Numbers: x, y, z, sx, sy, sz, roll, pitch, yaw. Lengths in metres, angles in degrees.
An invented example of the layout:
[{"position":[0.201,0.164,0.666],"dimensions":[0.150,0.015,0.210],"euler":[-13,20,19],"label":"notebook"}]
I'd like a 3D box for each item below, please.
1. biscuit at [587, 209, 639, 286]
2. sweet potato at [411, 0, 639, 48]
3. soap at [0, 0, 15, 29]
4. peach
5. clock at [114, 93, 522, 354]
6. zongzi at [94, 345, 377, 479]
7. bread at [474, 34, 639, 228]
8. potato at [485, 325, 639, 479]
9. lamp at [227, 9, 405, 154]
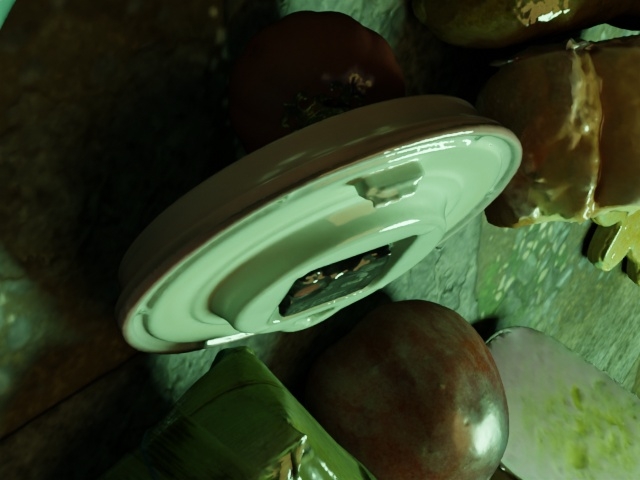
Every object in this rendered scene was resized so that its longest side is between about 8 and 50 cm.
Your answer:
[{"position":[0.310,-0.038,1.093],"dimensions":[0.234,0.030,0.153],"euler":[19,100,-54],"label":"biscuit"},{"position":[0.209,-0.194,0.805],"dimensions":[0.341,0.092,0.114],"euler":[-14,151,-44],"label":"sweet potato"},{"position":[-0.234,0.000,0.328],"dimensions":[0.109,0.193,0.324],"euler":[22,100,-53],"label":"soap"},{"position":[0.070,0.127,0.834],"dimensions":[0.152,0.152,0.152],"euler":[-30,137,-33],"label":"peach"},{"position":[0.001,0.001,0.631],"dimensions":[0.244,0.056,0.244],"euler":[-24,166,-7],"label":"clock"},{"position":[-0.074,0.234,0.724],"dimensions":[0.274,0.125,0.251],"euler":[-40,123,0],"label":"zongzi"},{"position":[0.201,-0.080,0.799],"dimensions":[0.244,0.190,0.123],"euler":[-12,93,-45],"label":"bread"},{"position":[0.180,0.244,1.022],"dimensions":[0.229,0.229,0.266],"euler":[-17,144,-43],"label":"potato"},{"position":[-0.003,-0.079,0.635],"dimensions":[0.101,0.090,0.101],"euler":[-3,122,-5],"label":"lamp"}]
